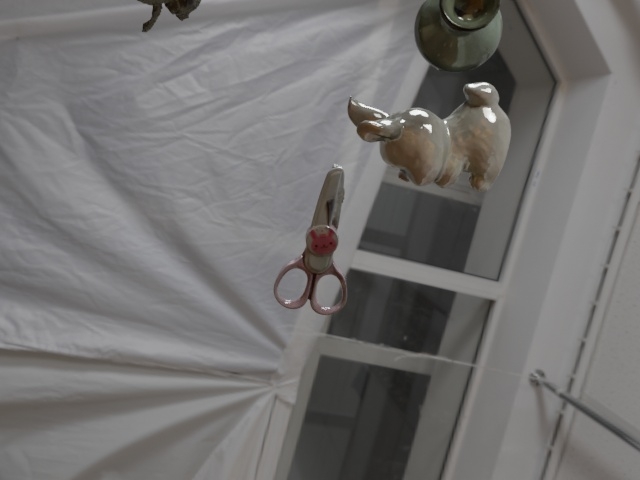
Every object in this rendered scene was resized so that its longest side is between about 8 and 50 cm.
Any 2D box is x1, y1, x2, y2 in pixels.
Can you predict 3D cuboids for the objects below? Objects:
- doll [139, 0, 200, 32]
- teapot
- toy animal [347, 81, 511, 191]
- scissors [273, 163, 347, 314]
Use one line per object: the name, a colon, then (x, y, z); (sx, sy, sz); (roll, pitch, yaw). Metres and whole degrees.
doll: (-0.410, -0.619, 1.467); (0.203, 0.091, 0.286); (-57, 150, 4)
teapot: (0.282, -0.442, 1.205); (0.251, 0.183, 0.184); (-31, 136, -83)
toy animal: (0.249, -0.253, 1.411); (0.196, 0.367, 0.241); (-108, -159, -63)
scissors: (0.000, 0.000, 0.941); (0.030, 0.118, 0.242); (-95, -165, -71)
